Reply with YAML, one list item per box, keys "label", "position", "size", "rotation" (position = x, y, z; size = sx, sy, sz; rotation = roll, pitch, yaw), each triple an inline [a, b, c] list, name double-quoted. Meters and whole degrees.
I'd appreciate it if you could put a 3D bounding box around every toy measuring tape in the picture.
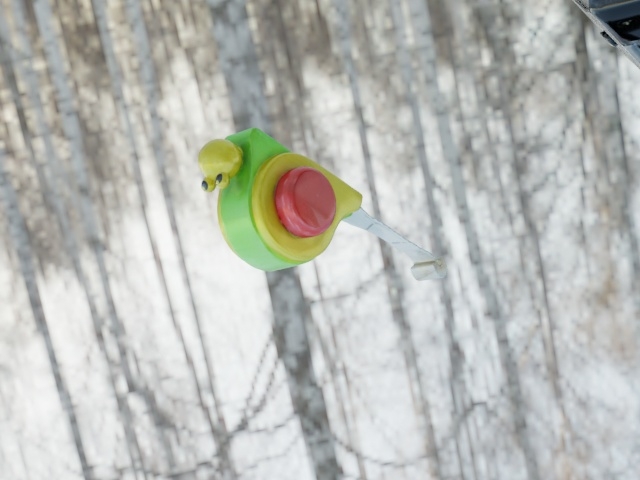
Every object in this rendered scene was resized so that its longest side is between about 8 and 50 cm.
- label: "toy measuring tape"
  position: [0.000, 0.000, 1.554]
  size: [0.121, 0.330, 0.121]
  rotation: [-30, -137, 33]

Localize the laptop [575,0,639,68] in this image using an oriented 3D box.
- label: "laptop"
  position: [0.249, -0.134, 0.721]
  size: [0.408, 0.236, 0.382]
  rotation: [-13, 154, 31]
